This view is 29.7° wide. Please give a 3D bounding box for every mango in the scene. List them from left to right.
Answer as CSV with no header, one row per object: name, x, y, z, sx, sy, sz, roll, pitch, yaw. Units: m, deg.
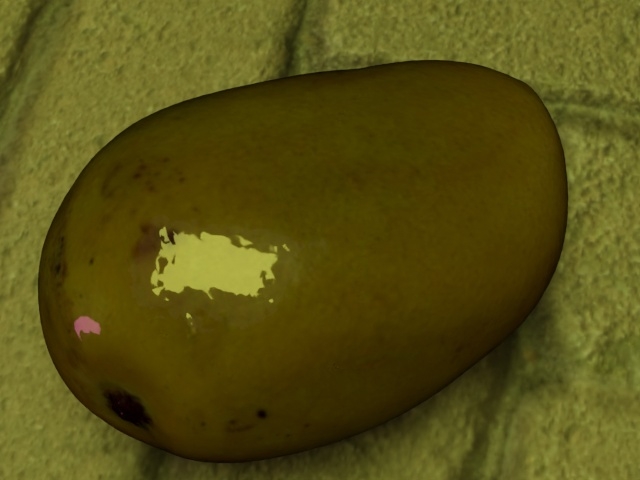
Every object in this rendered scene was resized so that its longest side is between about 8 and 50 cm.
mango,0.000,0.000,0.946,0.446,0.232,0.300,-25,59,-19
